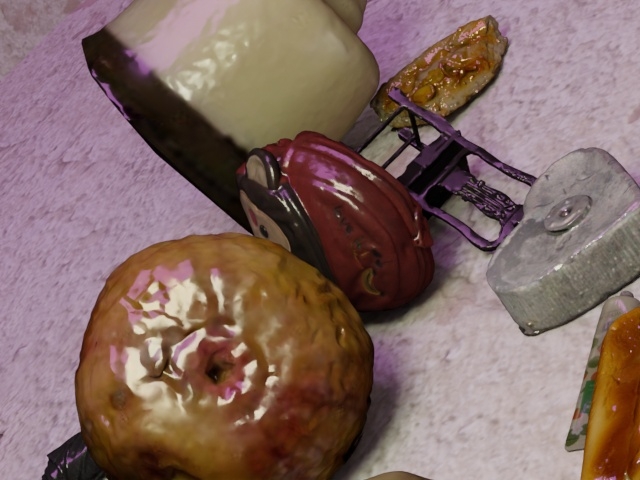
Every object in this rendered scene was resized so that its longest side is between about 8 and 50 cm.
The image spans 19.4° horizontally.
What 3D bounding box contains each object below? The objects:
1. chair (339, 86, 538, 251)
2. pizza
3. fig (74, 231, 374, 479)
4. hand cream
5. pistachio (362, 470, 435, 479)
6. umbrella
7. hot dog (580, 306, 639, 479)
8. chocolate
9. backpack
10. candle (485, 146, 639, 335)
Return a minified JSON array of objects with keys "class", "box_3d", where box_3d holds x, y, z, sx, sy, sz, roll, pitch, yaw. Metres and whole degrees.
[{"class":"chair","box_3d":[0.133,-0.052,1.978,0.229,0.113,0.106,37,74,26]},{"class":"pizza","box_3d":[0.136,-0.186,2.214,0.182,0.062,0.161,-29,28,19]},{"class":"fig","box_3d":[-0.080,0.134,1.834,0.286,0.286,0.369,-37,-6,4]},{"class":"hand cream","box_3d":[0.247,0.109,1.594,0.057,0.037,0.165,-18,38,39]},{"class":"pistachio","box_3d":[0.028,0.275,1.509,0.226,0.136,0.136,-40,23,16]},{"class":"umbrella","box_3d":[-0.237,0.222,2.035,0.236,0.059,0.066,-39,7,-3]},{"class":"hot dog","box_3d":[0.264,0.133,1.477,0.100,0.068,0.249,-32,22,34]},{"class":"chocolate","box_3d":[-0.082,-0.216,2.218,0.297,0.314,0.326,-45,22,11]},{"class":"backpack","box_3d":[0.024,-0.013,1.912,0.139,0.229,0.229,-40,22,-28]},{"class":"candle","box_3d":[0.248,-0.004,1.736,0.168,0.068,0.192,-9,42,46]}]
